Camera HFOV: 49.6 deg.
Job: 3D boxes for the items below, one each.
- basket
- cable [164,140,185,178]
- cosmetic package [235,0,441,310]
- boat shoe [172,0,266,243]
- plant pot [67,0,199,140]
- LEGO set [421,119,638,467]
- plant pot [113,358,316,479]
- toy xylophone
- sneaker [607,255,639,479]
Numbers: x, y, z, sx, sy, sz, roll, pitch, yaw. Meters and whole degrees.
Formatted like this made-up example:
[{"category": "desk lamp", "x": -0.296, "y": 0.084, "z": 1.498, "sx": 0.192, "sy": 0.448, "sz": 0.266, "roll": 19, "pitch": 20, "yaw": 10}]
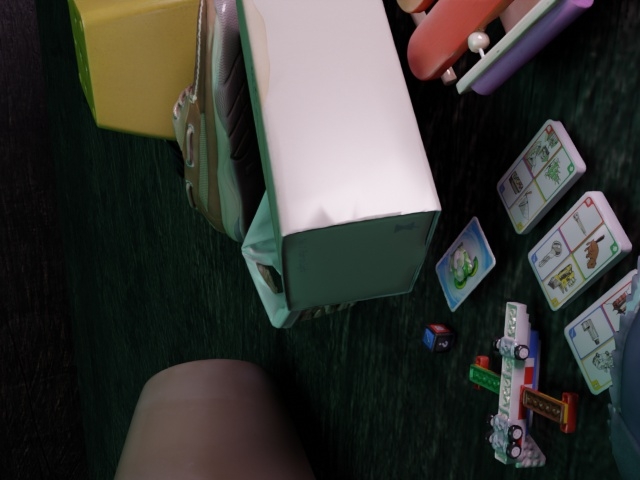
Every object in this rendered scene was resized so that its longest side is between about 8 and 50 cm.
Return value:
[{"category": "basket", "x": 0.000, "y": 0.000, "z": 0.717, "sx": 0.113, "sy": 0.103, "sz": 0.167, "roll": 65, "pitch": 147, "yaw": 26}, {"category": "cable", "x": -0.237, "y": -0.166, "z": 1.077, "sx": 0.184, "sy": 0.047, "sz": 0.150, "roll": -138, "pitch": 29, "yaw": -79}, {"category": "cosmetic package", "x": -0.001, "y": -0.116, "z": 0.579, "sx": 0.160, "sy": 0.113, "sz": 0.309, "roll": 92, "pitch": 169, "yaw": -64}, {"category": "boat shoe", "x": -0.120, "y": -0.139, "z": 0.807, "sx": 0.117, "sy": 0.123, "sz": 0.324, "roll": 20, "pitch": 129, "yaw": 21}, {"category": "plant pot", "x": -0.215, "y": -0.251, "z": 0.897, "sx": 0.212, "sy": 0.187, "sz": 0.212, "roll": -125, "pitch": 31, "yaw": -46}, {"category": "LEGO set", "x": 0.160, "y": 0.058, "z": 0.535, "sx": 0.244, "sy": 0.060, "sz": 0.182, "roll": 118, "pitch": 145, "yaw": -47}, {"category": "plant pot", "x": -0.142, "y": 0.321, "z": 0.905, "sx": 0.323, "sy": 0.324, "sz": 0.280, "roll": 119, "pitch": 149, "yaw": -49}, {"category": "toy xylophone", "x": 0.093, "y": -0.246, "z": 0.497, "sx": 0.236, "sy": 0.081, "sz": 0.322, "roll": -54, "pitch": 52, "yaw": 53}, {"category": "sneaker", "x": 0.227, "y": 0.021, "z": 0.310, "sx": 0.131, "sy": 0.112, "sz": 0.318, "roll": 39, "pitch": 133, "yaw": 54}]
